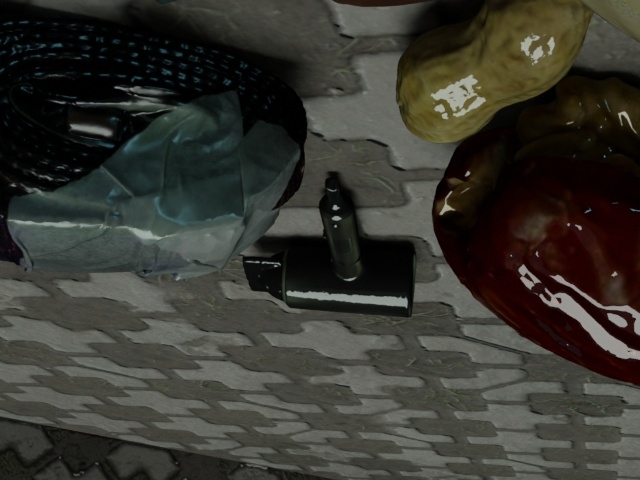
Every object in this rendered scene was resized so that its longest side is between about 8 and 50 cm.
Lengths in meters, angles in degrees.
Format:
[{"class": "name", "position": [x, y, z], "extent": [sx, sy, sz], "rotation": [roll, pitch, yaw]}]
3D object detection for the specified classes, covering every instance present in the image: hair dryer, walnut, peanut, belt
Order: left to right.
[{"class": "belt", "position": [-0.154, -0.072, 0.813], "extent": [0.289, 0.184, 0.164], "rotation": [5, 155, -13]}, {"class": "hair dryer", "position": [0.000, 0.000, 1.134], "extent": [0.196, 0.078, 0.248], "rotation": [3, 149, 9]}, {"class": "peanut", "position": [0.113, -0.126, 0.734], "extent": [0.089, 0.089, 0.193], "rotation": [17, 152, -27]}, {"class": "walnut", "position": [0.236, -0.014, 0.849], "extent": [0.269, 0.221, 0.244], "rotation": [18, 125, -9]}]

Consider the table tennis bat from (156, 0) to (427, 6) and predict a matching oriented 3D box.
[{"class": "table tennis bat", "position": [0.007, -0.191, 0.681], "extent": [0.274, 0.021, 0.154], "rotation": [-6, 156, 23]}]

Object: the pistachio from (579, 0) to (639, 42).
[{"class": "pistachio", "position": [0.195, -0.163, 0.554], "extent": [0.215, 0.144, 0.144], "rotation": [21, 155, -20]}]
